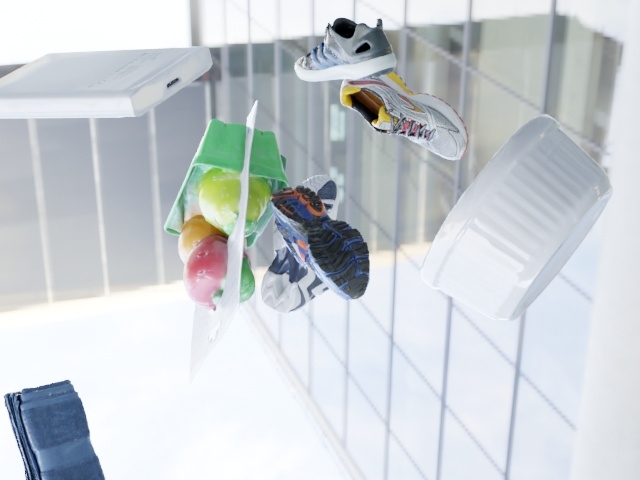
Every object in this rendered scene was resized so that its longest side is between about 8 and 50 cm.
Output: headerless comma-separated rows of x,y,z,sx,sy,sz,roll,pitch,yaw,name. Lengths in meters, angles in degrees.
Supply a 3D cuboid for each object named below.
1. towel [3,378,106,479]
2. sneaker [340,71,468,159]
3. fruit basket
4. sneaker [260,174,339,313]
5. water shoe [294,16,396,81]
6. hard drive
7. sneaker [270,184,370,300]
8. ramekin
-0.185,0.161,0.803,0.029,0.119,0.067,-25,169,24,towel
0.127,-0.189,1.755,0.225,0.088,0.093,31,-132,7,sneaker
-0.144,0.009,1.750,0.165,0.327,0.353,6,-119,-18,fruit basket
0.000,0.000,1.784,0.094,0.235,0.153,23,-160,28,sneaker
0.032,-0.257,1.488,0.073,0.080,0.203,-19,-164,-31,water shoe
-0.341,-0.235,1.662,0.307,0.040,0.203,3,-150,30,hard drive
0.005,0.012,1.565,0.083,0.087,0.221,-20,-135,-16,sneaker
0.258,-0.017,1.431,0.127,0.273,0.273,38,-141,15,ramekin
